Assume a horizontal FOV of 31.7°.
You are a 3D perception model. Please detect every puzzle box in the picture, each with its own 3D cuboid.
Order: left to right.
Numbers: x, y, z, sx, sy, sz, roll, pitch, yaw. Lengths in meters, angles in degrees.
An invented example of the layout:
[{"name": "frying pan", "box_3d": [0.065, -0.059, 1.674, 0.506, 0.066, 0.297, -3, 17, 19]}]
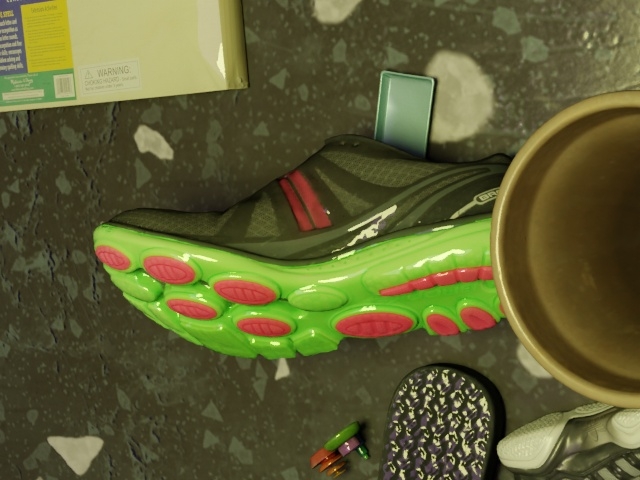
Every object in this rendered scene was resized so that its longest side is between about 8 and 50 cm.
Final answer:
[{"name": "puzzle box", "box_3d": [-0.280, -0.312, 1.439, 0.408, 0.052, 0.272, 0, 99, 32]}]

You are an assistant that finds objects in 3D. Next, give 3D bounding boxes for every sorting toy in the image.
[{"name": "sorting toy", "box_3d": [0.029, 0.253, 1.344, 0.042, 0.061, 0.102, 53, 143, 12]}]

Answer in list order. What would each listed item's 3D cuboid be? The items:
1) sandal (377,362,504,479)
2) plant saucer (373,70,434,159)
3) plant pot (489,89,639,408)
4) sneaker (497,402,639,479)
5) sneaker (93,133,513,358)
[{"name": "sandal", "box_3d": [0.119, 0.361, 1.294, 0.167, 0.107, 0.446, 19, 95, 26]}, {"name": "plant saucer", "box_3d": [0.090, -0.092, 1.269, 0.067, 0.018, 0.192, 14, 105, 29]}, {"name": "plant pot", "box_3d": [0.318, -0.001, 1.007, 0.263, 0.229, 0.263, 6, 99, 40]}, {"name": "sneaker", "box_3d": [0.317, 0.241, 1.142, 0.268, 0.101, 0.153, -21, 88, 39]}, {"name": "sneaker", "box_3d": [0.000, 0.000, 1.200, 0.482, 0.202, 0.185, -2, 138, 7]}]
